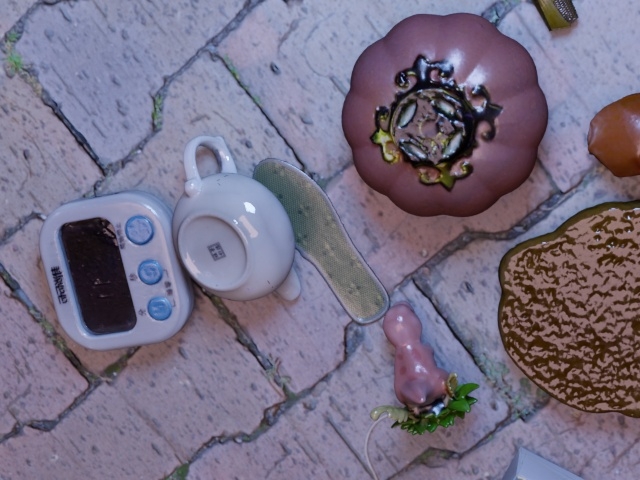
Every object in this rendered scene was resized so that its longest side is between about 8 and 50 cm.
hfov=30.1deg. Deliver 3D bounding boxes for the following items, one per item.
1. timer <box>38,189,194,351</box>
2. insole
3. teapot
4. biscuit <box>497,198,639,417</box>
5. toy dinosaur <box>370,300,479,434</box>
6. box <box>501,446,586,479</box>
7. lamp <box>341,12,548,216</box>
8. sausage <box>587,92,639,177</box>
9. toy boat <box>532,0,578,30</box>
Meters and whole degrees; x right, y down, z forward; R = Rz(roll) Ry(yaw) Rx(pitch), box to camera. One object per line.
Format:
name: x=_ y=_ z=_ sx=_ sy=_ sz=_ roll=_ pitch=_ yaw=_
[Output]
timer: x=-0.337 y=0.048 z=1.983 sx=0.237 sy=0.087 sz=0.262 roll=-9 pitch=101 yaw=15
insole: x=0.000 y=0.000 z=1.932 sx=0.109 sy=0.007 sz=0.322 roll=-35 pitch=93 yaw=20
teapot: x=-0.138 y=-0.026 z=1.889 sx=0.208 sy=0.166 sz=0.299 roll=-17 pitch=93 yaw=46
biscuit: x=0.462 y=0.093 z=1.810 sx=0.359 sy=0.074 sz=0.381 roll=43 pitch=107 yaw=-1
toy dinosaur: x=0.163 y=0.202 z=1.871 sx=0.152 sy=0.194 sz=0.177 roll=-15 pitch=122 yaw=25
box: x=0.348 y=0.507 z=1.919 sx=0.203 sy=0.116 sz=0.274 roll=28 pitch=109 yaw=5
lamp: x=0.175 y=-0.176 z=1.719 sx=0.305 sy=0.239 sz=0.305 roll=4 pitch=104 yaw=14
sausage: x=0.514 y=-0.158 z=1.705 sx=0.258 sy=0.133 sz=0.133 roll=-4 pitch=103 yaw=19
toy boat: x=0.326 y=-0.375 z=1.736 sx=0.049 sy=0.047 sz=0.149 roll=-29 pitch=99 yaw=5
